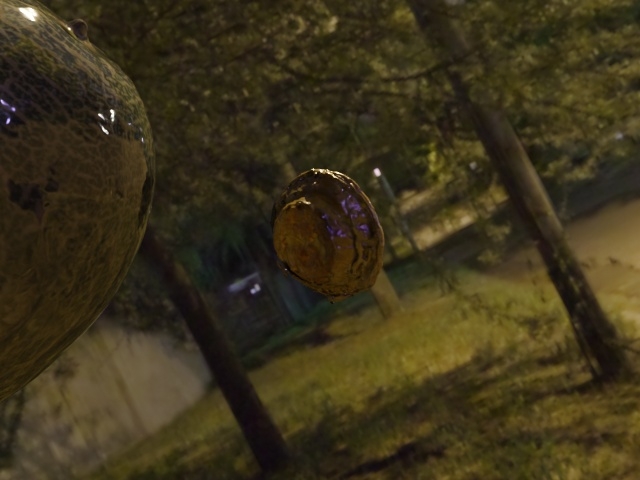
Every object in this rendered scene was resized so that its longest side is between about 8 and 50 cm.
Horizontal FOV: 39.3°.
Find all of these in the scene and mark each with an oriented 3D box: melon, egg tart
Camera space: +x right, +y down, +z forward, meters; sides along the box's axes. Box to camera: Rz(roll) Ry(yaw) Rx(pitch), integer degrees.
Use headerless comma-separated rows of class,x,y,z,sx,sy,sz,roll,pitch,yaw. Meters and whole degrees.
melon,-0.253,-0.012,0.575,0.329,0.248,0.248,-46,-5,8
egg tart,0.000,0.000,0.825,0.130,0.130,0.052,-29,-4,39
